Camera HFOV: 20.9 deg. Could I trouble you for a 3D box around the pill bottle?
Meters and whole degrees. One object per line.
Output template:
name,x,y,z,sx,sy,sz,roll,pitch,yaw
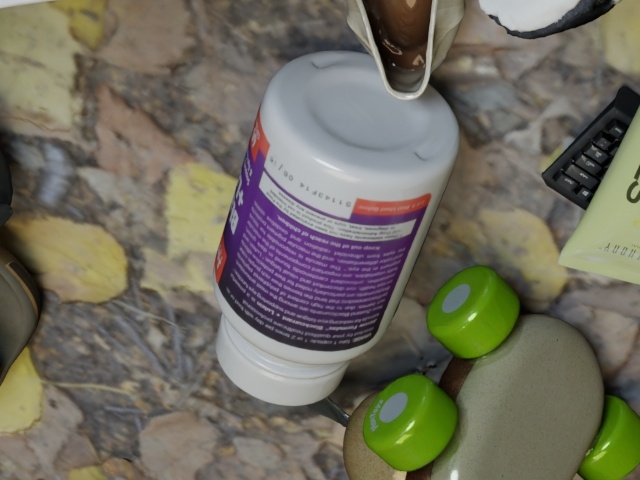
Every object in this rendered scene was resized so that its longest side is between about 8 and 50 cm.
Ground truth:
pill bottle,0.000,0.000,0.962,0.108,0.108,0.193,19,131,0

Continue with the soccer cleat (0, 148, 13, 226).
soccer cleat,-0.322,0.004,0.941,0.143,0.331,0.116,-14,91,45

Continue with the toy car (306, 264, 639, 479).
toy car,0.070,0.114,1.049,0.155,0.149,0.188,43,154,-24

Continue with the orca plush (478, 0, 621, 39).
orca plush,0.147,-0.222,0.715,0.151,0.102,0.287,24,115,46

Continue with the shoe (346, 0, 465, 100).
shoe,0.044,-0.167,0.842,0.076,0.058,0.219,6,130,12

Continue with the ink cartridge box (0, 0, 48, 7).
ink cartridge box,-0.212,-0.233,0.647,0.385,0.091,0.308,-12,117,-18

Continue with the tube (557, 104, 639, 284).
tube,0.199,-0.066,0.867,0.070,0.062,0.240,43,135,30

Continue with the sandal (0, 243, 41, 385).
sandal,-0.247,0.075,1.129,0.090,0.060,0.219,30,131,-9

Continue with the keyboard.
keyboard,0.220,-0.016,0.940,0.180,0.023,0.108,31,130,-11
